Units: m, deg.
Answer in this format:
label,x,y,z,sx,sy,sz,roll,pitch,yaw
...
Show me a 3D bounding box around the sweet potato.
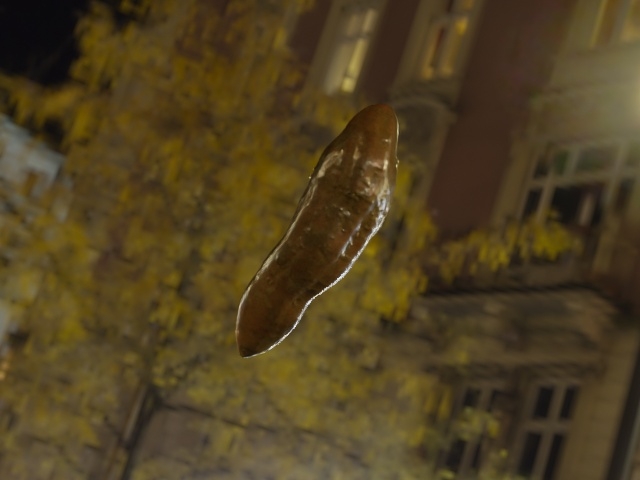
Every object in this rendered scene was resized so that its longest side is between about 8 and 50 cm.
label,x,y,z,sx,sy,sz,roll,pitch,yaw
sweet potato,-0.001,0.001,1.019,0.054,0.182,0.053,35,13,13
